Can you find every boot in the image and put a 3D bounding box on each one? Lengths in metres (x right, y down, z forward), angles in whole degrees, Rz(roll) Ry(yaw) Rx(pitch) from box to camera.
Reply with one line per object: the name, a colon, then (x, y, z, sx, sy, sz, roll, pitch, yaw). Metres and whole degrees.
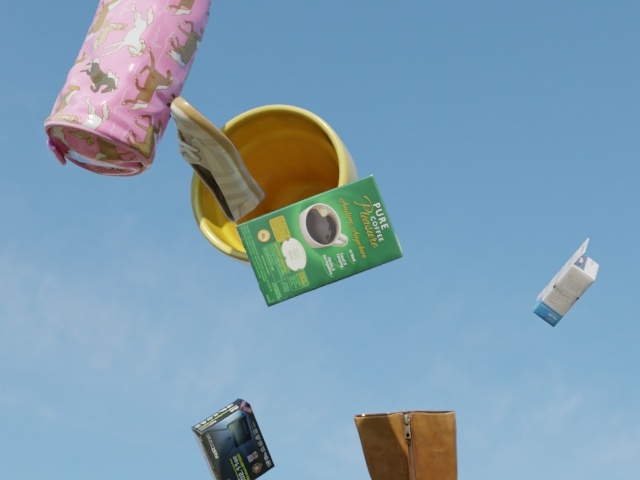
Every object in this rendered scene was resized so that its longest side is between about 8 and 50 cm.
boot: (0.080, 0.384, 1.493, 0.264, 0.280, 0.096, -11, 1, 19)

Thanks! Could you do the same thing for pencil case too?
pencil case: (-0.271, -0.282, 1.562, 0.160, 0.386, 0.167, 28, -23, -31)

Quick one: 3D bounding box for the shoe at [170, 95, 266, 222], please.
shoe: (-0.141, -0.101, 1.403, 0.058, 0.076, 0.219, -45, -43, -9)

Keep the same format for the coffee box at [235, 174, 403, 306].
coffee box: (0.000, 0.000, 1.334, 0.184, 0.113, 0.040, -22, 1, 2)

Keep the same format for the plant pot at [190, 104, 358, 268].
plant pot: (-0.048, -0.058, 1.716, 0.254, 0.254, 0.239, -8, -18, 15)

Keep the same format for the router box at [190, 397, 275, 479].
router box: (-0.134, 0.318, 1.644, 0.038, 0.092, 0.122, 10, -55, 57)

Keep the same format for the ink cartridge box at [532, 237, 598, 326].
ink cartridge box: (0.251, 0.042, 1.071, 0.028, 0.048, 0.083, 37, -64, 4)
